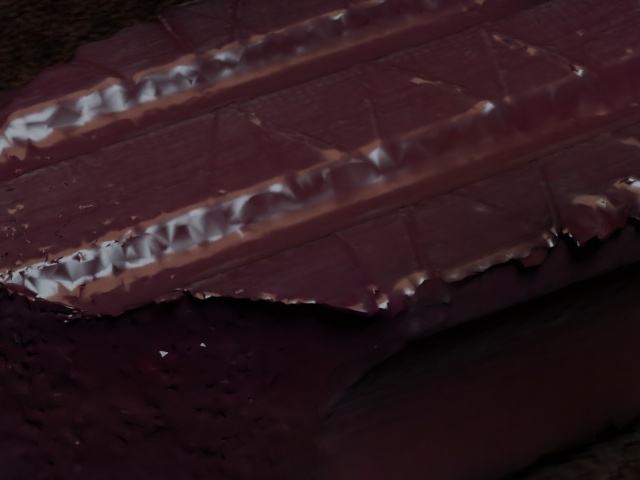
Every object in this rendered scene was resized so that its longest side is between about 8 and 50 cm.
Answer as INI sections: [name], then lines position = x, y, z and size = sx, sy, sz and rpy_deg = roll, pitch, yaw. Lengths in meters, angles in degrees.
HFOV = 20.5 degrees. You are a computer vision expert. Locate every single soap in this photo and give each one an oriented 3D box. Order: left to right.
[soap]
position = 0.000, 0.000, 0.586
size = 0.289, 0.112, 0.182
rpy_deg = -19, 38, -22
